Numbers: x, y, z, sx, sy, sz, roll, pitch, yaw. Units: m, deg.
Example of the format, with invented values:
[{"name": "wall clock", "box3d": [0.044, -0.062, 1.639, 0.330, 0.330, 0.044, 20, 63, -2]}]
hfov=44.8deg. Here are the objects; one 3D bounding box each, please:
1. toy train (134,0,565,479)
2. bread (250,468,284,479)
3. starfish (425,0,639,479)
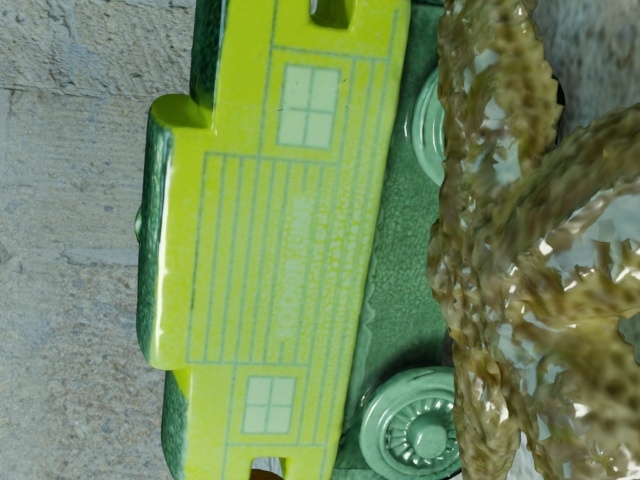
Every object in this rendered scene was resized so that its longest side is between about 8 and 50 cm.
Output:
[{"name": "toy train", "box3d": [0.000, 0.000, 0.582, 0.179, 0.272, 0.442, -119, 35, -67]}, {"name": "bread", "box3d": [-0.089, 0.352, 0.789, 0.204, 0.156, 0.288, 60, -161, 15]}, {"name": "starfish", "box3d": [0.134, -0.013, 0.349, 0.324, 0.082, 0.432, 15, 105, 61]}]
